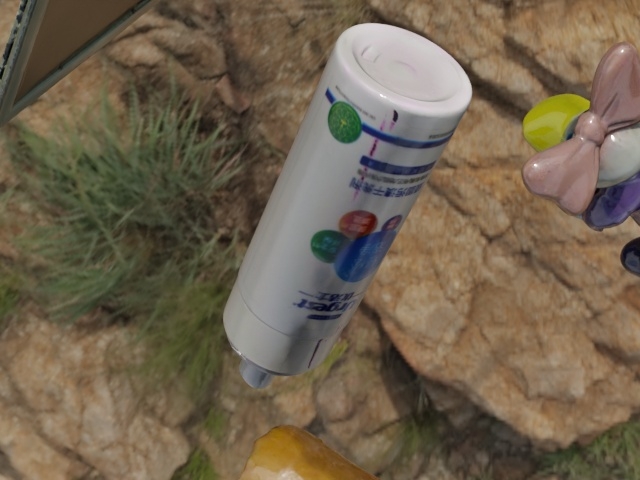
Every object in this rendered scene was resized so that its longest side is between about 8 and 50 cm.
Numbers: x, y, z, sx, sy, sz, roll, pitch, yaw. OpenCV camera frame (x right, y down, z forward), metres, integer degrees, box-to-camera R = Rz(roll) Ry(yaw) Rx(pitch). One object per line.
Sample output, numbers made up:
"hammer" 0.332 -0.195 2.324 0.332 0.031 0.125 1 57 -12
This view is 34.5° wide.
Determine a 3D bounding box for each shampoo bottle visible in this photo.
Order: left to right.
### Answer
"shampoo bottle" 0.000 0.000 0.712 0.092 0.092 0.303 25 129 -2

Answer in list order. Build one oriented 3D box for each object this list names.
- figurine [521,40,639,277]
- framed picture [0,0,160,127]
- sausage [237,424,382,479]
"figurine" 0.318 -0.052 1.003 0.421 0.193 0.154 27 100 -40
"framed picture" -0.095 -0.197 0.577 0.017 0.217 0.274 37 134 -1
"sausage" 0.059 0.227 0.718 0.270 0.109 0.109 22 120 27
